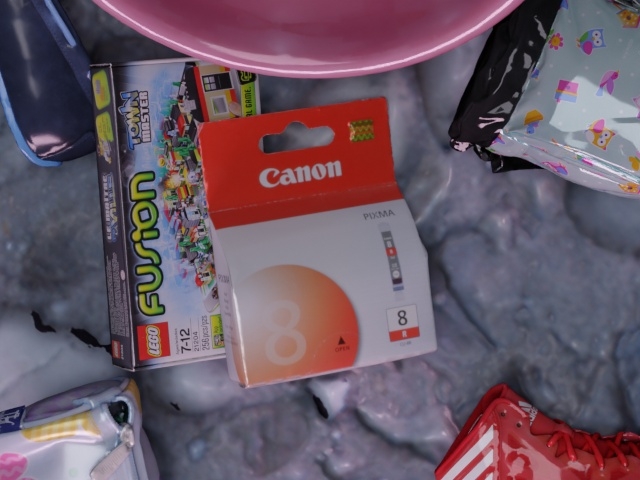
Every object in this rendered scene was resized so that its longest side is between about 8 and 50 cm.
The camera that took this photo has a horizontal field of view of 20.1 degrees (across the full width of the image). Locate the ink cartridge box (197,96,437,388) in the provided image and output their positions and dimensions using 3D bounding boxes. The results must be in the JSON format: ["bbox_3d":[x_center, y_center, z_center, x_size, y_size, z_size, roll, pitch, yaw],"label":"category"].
[{"bbox_3d":[0.000,0.000,1.224,0.145,0.045,0.179,-10,99,-20],"label":"ink cartridge box"}]

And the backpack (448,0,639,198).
[{"bbox_3d":[0.192,-0.092,1.191,0.182,0.115,0.152,24,95,-2],"label":"backpack"}]

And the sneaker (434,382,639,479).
[{"bbox_3d":[0.181,0.147,1.233,0.221,0.087,0.128,-24,95,5],"label":"sneaker"}]

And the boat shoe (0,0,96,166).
[{"bbox_3d":[-0.198,-0.183,1.227,0.089,0.109,0.258,-17,111,-2],"label":"boat shoe"}]

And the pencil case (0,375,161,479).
[{"bbox_3d":[-0.142,0.231,1.248,0.124,0.113,0.273,-13,97,27],"label":"pencil case"}]

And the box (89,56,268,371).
[{"bbox_3d":[-0.092,-0.021,1.229,0.114,0.036,0.207,-8,97,-31],"label":"box"}]

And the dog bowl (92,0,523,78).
[{"bbox_3d":[-0.013,-0.262,1.051,0.408,0.150,0.408,4,140,3],"label":"dog bowl"}]
